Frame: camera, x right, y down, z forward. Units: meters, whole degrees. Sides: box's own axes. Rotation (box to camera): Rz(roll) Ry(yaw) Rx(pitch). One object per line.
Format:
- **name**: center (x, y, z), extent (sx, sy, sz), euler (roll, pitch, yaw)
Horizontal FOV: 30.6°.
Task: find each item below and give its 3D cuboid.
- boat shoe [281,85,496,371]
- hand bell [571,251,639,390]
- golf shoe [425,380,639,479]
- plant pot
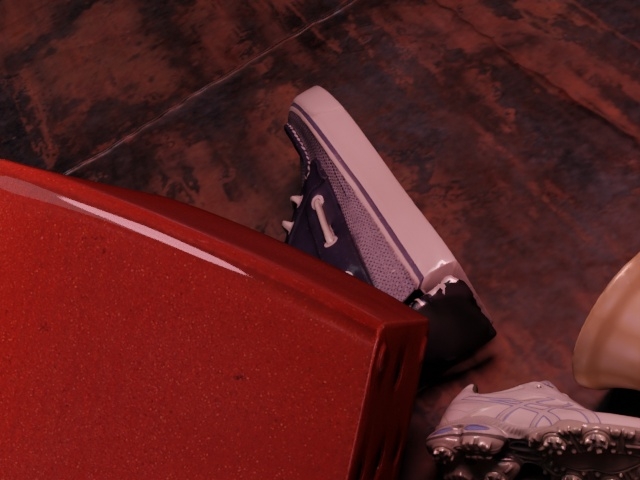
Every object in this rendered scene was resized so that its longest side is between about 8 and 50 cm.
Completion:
- **boat shoe**: center (0.000, 0.000, 0.980), extent (0.158, 0.127, 0.340), euler (-33, 38, 1)
- **hand bell**: center (0.290, 0.109, 0.729), extent (0.126, 0.126, 0.242), euler (-40, 52, -15)
- **golf shoe**: center (0.161, 0.123, 0.799), extent (0.176, 0.069, 0.086), euler (-2, 39, 27)
- **plant pot**: center (-0.071, 0.114, 0.753), extent (0.235, 0.267, 0.267), euler (12, 90, 14)
